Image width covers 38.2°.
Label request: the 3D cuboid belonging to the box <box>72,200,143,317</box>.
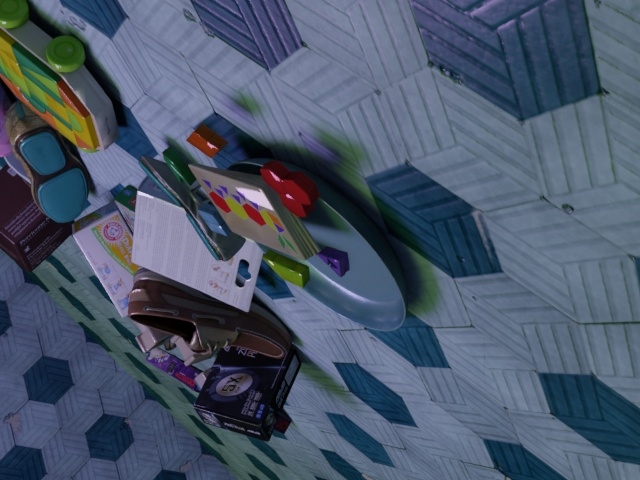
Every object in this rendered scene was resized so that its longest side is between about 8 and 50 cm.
[{"bbox_3d":[-0.414,0.037,1.891,0.203,0.103,0.114,63,171,-17],"label":"box"}]

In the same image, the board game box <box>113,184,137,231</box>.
[{"bbox_3d":[-0.268,0.044,1.817,0.213,0.046,0.317,30,156,32],"label":"board game box"}]

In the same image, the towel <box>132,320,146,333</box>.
[{"bbox_3d":[-0.493,0.121,2.282,0.282,0.049,0.187,46,165,33],"label":"towel"}]

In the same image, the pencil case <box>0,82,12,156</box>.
[{"bbox_3d":[-0.681,-0.289,1.809,0.124,0.124,0.284,31,157,27],"label":"pencil case"}]

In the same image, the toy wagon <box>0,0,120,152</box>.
[{"bbox_3d":[-0.468,-0.283,1.505,0.344,0.068,0.267,38,158,12],"label":"toy wagon"}]

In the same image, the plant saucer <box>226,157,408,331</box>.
[{"bbox_3d":[0.000,0.000,1.262,0.317,0.044,0.318,36,159,17],"label":"plant saucer"}]

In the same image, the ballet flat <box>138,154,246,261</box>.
[{"bbox_3d":[-0.198,-0.063,1.460,0.213,0.068,0.072,52,170,-9],"label":"ballet flat"}]

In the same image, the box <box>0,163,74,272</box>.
[{"bbox_3d":[-0.726,-0.059,2.254,0.167,0.168,0.203,39,159,9],"label":"box"}]

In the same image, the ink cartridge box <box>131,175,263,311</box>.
[{"bbox_3d":[-0.207,0.006,1.580,0.232,0.066,0.189,20,136,2],"label":"ink cartridge box"}]

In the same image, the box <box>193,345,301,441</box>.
[{"bbox_3d":[-0.141,0.283,1.815,0.147,0.180,0.077,12,149,21],"label":"box"}]

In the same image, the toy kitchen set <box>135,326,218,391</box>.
[{"bbox_3d":[-0.270,0.243,1.971,0.166,0.122,0.207,-41,77,45],"label":"toy kitchen set"}]

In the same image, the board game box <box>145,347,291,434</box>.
[{"bbox_3d":[-0.246,0.369,2.267,0.208,0.056,0.347,26,172,46],"label":"board game box"}]

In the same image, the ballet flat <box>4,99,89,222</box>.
[{"bbox_3d":[-0.544,-0.162,1.841,0.123,0.123,0.348,36,159,16],"label":"ballet flat"}]

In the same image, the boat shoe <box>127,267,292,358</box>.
[{"bbox_3d":[-0.213,0.162,1.738,0.324,0.116,0.123,22,147,-8],"label":"boat shoe"}]

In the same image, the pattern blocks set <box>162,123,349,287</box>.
[{"bbox_3d":[-0.087,-0.042,1.237,0.324,0.026,0.285,25,153,38],"label":"pattern blocks set"}]

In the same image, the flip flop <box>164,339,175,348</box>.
[{"bbox_3d":[-0.346,0.199,2.191,0.277,0.080,0.112,154,96,-79],"label":"flip flop"}]

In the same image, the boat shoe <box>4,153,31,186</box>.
[{"bbox_3d":[-0.657,-0.158,2.087,0.183,0.065,0.083,50,156,-22],"label":"boat shoe"}]
